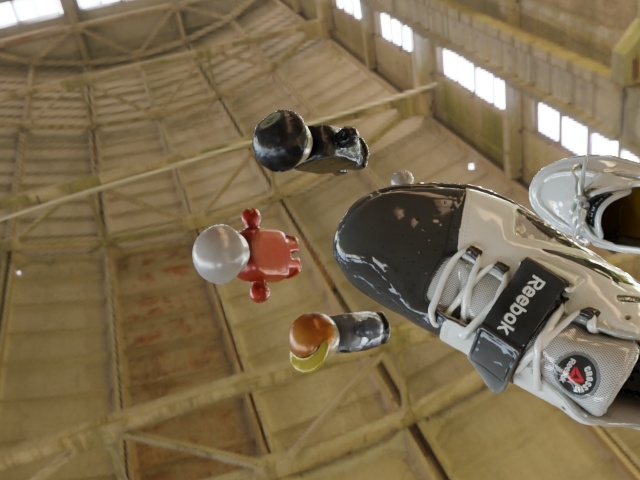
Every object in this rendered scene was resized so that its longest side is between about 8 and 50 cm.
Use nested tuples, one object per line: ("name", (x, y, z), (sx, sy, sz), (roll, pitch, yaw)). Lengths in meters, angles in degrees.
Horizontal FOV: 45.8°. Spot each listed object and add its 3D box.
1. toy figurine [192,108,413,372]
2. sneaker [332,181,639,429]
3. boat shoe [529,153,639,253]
("toy figurine", (0.000, 0.000, 0.743), (0.209, 0.213, 0.148), (44, -159, 27))
("sneaker", (0.164, 0.054, 0.555), (0.330, 0.123, 0.146), (21, -164, 0))
("boat shoe", (0.397, -0.041, 1.032), (0.156, 0.136, 0.367), (1, -164, -32))
